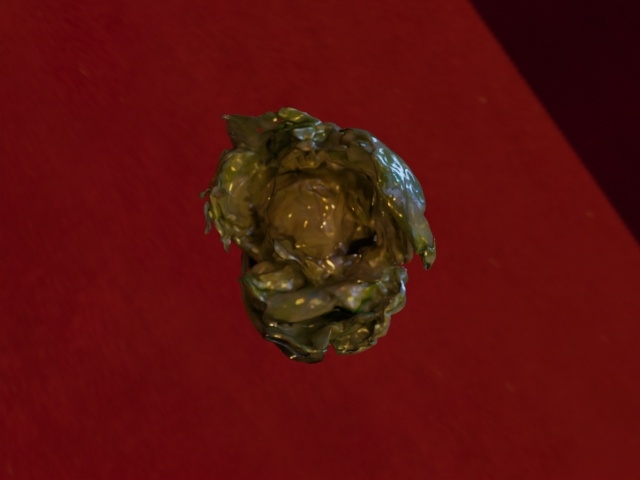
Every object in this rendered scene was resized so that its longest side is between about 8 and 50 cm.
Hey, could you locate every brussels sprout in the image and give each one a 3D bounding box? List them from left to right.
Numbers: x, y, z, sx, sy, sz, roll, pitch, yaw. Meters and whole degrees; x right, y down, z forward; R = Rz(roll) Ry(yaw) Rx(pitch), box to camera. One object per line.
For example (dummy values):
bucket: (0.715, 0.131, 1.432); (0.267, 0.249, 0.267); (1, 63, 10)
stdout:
brussels sprout: (0.000, 0.000, 0.631); (0.085, 0.058, 0.085); (-3, 83, 21)
